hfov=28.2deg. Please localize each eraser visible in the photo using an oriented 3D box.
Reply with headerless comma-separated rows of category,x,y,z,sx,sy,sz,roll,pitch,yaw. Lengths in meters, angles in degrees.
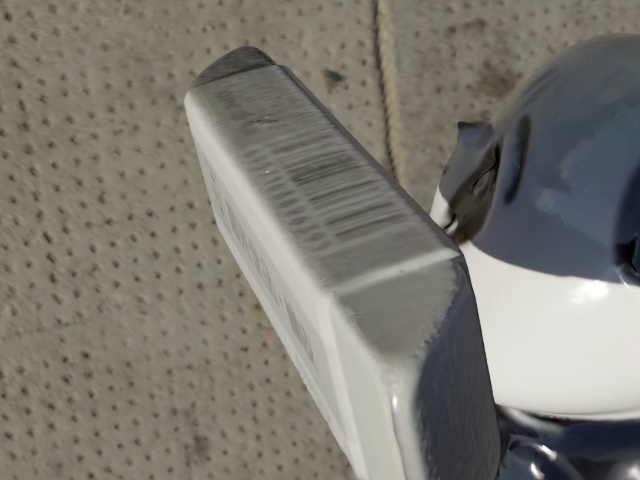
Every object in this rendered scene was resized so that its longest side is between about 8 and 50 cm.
eraser,0.000,0.000,0.551,0.061,0.352,0.089,-19,117,-10

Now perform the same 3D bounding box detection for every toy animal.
toy animal,0.170,0.032,0.747,0.251,0.251,0.310,-21,141,-22
